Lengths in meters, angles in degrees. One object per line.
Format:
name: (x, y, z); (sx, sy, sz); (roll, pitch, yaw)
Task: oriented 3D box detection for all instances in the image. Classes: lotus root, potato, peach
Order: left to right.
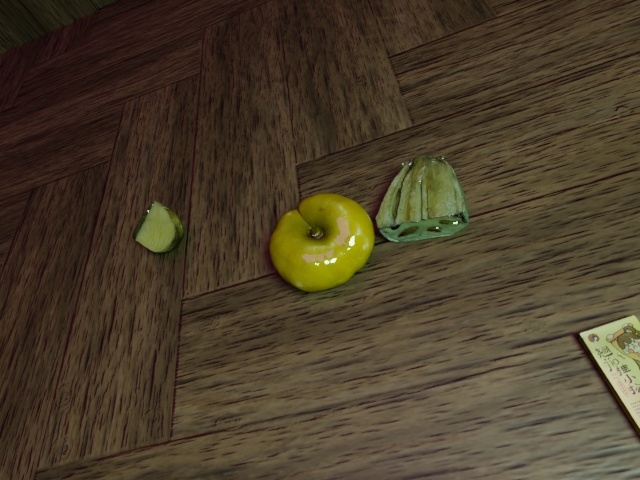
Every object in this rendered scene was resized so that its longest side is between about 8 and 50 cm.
potato: (-0.310, -0.014, 0.932); (0.103, 0.066, 0.096); (39, 101, 28)
peach: (0.000, 0.000, 0.767); (0.179, 0.103, 0.179); (-13, 50, 16)
lotus root: (0.175, -0.068, 0.765); (0.143, 0.070, 0.144); (-3, 59, 28)

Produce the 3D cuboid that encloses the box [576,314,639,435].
box: (0.378, 0.161, 0.547); (0.073, 0.020, 0.149); (-22, 51, 7)
